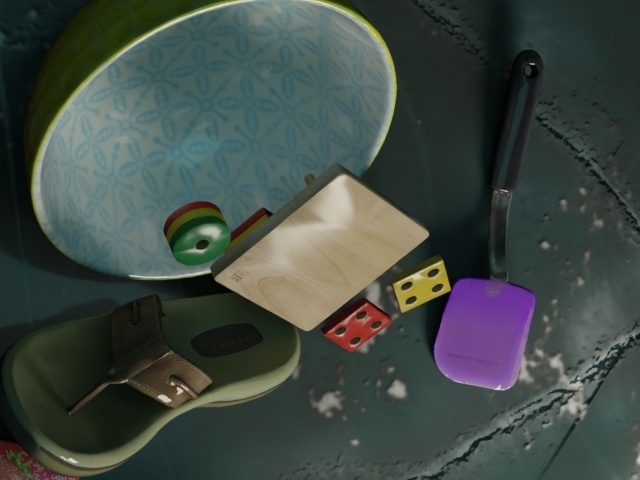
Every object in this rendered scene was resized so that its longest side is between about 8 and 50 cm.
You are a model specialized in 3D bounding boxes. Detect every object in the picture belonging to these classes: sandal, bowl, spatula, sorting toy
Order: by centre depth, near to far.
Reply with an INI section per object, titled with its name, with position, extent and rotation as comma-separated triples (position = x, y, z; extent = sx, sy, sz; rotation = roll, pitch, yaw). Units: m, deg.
[sandal]
position = -0.123, 0.083, 1.316
extent = 0.302, 0.086, 0.120
rotation = -21, 68, -48
[bowl]
position = -0.102, -0.122, 1.338
extent = 0.289, 0.289, 0.156
rotation = -11, 50, -21
[sorting toy]
position = 0.000, 0.000, 1.379
extent = 0.132, 0.046, 0.274
rotation = -39, 142, 15
[spatula]
position = 0.157, -0.021, 1.517
extent = 0.084, 0.030, 0.297
rotation = 11, 84, -18

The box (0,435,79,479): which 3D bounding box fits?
[box]
position = -0.318, 0.189, 1.274
extent = 0.256, 0.128, 0.123
rotation = 13, 82, -20
